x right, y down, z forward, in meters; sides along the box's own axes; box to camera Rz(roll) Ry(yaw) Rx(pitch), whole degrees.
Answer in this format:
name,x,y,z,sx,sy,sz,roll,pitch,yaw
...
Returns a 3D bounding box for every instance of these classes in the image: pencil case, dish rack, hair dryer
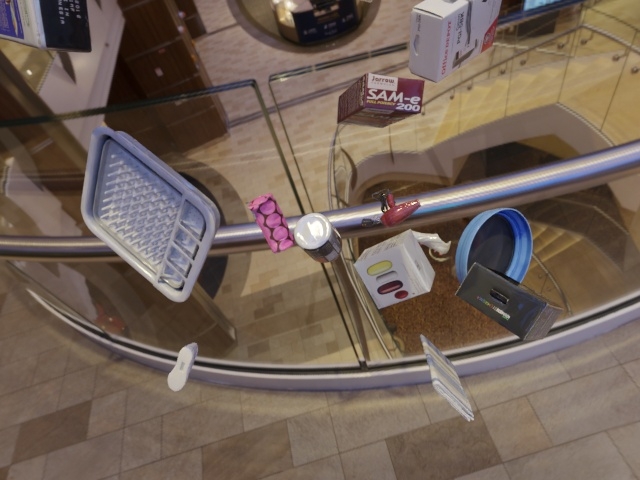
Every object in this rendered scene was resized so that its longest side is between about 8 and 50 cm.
name,x,y,z,sx,sy,sz,roll,pitch,yaw
pencil case,-0.167,-0.053,1.369,0.095,0.210,0.098,-7,31,37
dish rack,-0.361,-0.056,0.865,0.332,0.286,0.072,37,35,7
hair dryer,0.325,-0.160,1.855,0.293,0.080,0.224,7,66,43

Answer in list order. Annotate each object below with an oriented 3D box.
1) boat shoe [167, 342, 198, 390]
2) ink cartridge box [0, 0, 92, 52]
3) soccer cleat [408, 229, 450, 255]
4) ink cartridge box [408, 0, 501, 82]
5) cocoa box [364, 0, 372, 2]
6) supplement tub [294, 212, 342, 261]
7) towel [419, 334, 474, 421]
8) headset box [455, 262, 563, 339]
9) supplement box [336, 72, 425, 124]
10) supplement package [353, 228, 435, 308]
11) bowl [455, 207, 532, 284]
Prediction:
name,x,y,z,sx,sy,sz,roll,pitch,yaw
boat shoe,-0.463,0.426,1.367,0.066,0.184,0.063,22,16,11
ink cartridge box,-0.406,-0.362,0.544,0.370,0.176,0.069,27,31,38
soccer cleat,0.476,-0.007,1.774,0.196,0.068,0.076,28,104,8
ink cartridge box,0.198,-0.311,0.592,0.135,0.099,0.056,-37,56,-18
cocoa box,0.076,-0.874,1.077,0.227,0.348,0.231,14,19,1
supplement tub,0.000,0.000,2.037,0.193,0.316,0.194,-4,72,14
towel,0.443,0.484,1.447,0.034,0.209,0.285,-41,13,16
headset box,0.613,0.199,1.311,0.246,0.282,0.131,37,104,40
supplement box,0.127,-0.314,0.928,0.130,0.073,0.239,2,7,-11
supplement package,0.265,0.103,1.437,0.203,0.194,0.149,-27,8,30
bowl,0.708,0.058,1.649,0.391,0.391,0.077,-39,27,-16
